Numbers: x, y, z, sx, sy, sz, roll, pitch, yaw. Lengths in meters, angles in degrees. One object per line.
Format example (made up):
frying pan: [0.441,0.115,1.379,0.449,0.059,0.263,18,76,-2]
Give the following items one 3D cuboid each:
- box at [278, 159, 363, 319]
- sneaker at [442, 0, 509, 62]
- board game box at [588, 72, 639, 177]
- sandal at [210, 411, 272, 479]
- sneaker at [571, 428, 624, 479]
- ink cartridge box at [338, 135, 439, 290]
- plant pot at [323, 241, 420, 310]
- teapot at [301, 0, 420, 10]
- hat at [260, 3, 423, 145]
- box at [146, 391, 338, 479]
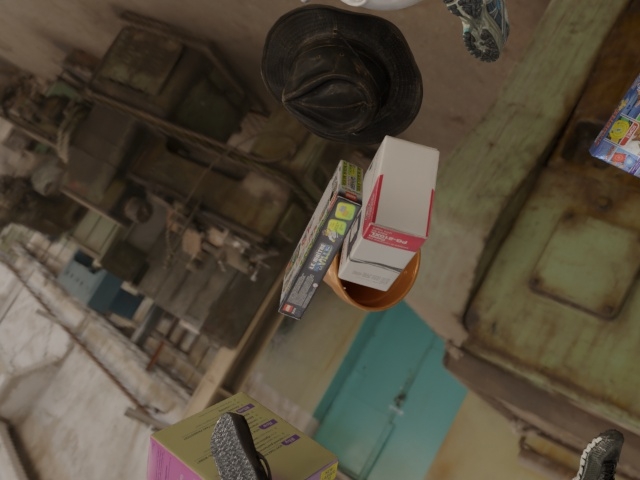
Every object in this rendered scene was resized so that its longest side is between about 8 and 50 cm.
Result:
box: [0.000,0.000,1.041,0.036,0.207,0.114,22,-150,-10]
sneaker: [0.356,-0.548,1.664,0.110,0.122,0.283,14,149,38]
board game box: [0.611,-0.218,1.355,0.136,0.201,0.035,24,-153,-6]
sandal: [-0.097,0.336,1.028,0.055,0.097,0.254,23,-158,-27]
sneaker: [0.579,0.503,1.529,0.078,0.234,0.106,12,-157,-27]
ink cartridge box: [0.113,-0.039,1.271,0.100,0.171,0.237,15,154,-5]
plant pot: [0.109,0.042,2.088,0.291,0.290,0.203,35,167,-29]
teapot: [0.064,-0.448,1.118,0.252,0.187,0.256,45,164,34]
hat: [0.020,-0.280,1.402,0.331,0.134,0.331,14,137,14]
box: [-0.134,0.394,1.250,0.243,0.117,0.214,25,-153,34]
